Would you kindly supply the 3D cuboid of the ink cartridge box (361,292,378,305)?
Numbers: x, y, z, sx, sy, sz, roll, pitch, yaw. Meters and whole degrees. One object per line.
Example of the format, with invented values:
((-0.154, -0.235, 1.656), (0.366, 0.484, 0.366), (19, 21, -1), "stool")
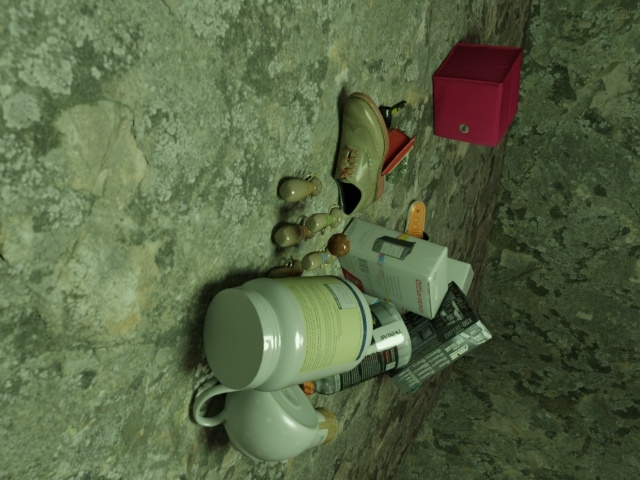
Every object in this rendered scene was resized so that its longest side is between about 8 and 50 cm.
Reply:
((0.106, 0.274, 1.602), (0.078, 0.134, 0.231), (-42, 139, -45), "ink cartridge box")

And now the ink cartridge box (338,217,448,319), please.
((0.218, 0.083, 1.511), (0.131, 0.306, 0.226), (-55, 148, -28), "ink cartridge box")

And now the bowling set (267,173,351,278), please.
((0.000, 0.000, 1.200), (0.154, 0.199, 0.287), (-19, 126, -58), "bowling set")

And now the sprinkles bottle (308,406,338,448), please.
((-0.066, 0.559, 1.470), (0.355, 0.121, 0.121), (31, 78, -62), "sprinkles bottle")

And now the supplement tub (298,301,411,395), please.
((0.072, 0.302, 1.383), (0.315, 0.193, 0.194), (-17, 126, -19), "supplement tub")

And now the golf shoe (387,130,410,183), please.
((0.268, -0.272, 1.660), (0.086, 0.069, 0.176), (-19, 123, -64), "golf shoe")

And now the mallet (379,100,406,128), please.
((0.227, -0.391, 1.551), (0.189, 0.039, 0.063), (-36, 134, -54), "mallet")

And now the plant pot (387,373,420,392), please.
((0.334, 0.441, 2.044), (0.290, 0.195, 0.291), (-39, 138, -47), "plant pot")

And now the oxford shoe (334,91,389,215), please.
((0.100, -0.214, 1.332), (0.130, 0.122, 0.349), (-44, 140, -34), "oxford shoe")

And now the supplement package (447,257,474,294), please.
((0.461, 0.171, 2.049), (0.145, 0.261, 0.204), (40, 70, -60), "supplement package")

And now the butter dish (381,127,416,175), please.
((0.192, -0.274, 1.473), (0.160, 0.118, 0.160), (-47, -179, 11), "butter dish")

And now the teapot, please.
((-0.142, 0.419, 1.176), (0.187, 0.256, 0.252), (-42, 171, 4), "teapot")

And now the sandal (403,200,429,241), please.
((0.374, -0.018, 1.948), (0.101, 0.076, 0.266), (-6, 110, -19), "sandal")

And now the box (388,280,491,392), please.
((0.329, 0.283, 1.513), (0.307, 0.242, 0.076), (-37, 110, 11), "box")

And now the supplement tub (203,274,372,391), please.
((-0.066, 0.197, 1.103), (0.324, 0.235, 0.236), (2, 104, -47), "supplement tub")

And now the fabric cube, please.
((0.582, -0.545, 1.867), (0.259, 0.254, 0.258), (-53, 147, -31), "fabric cube")
